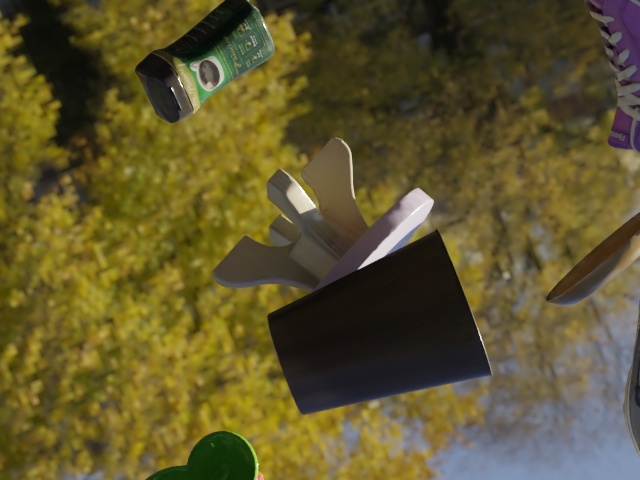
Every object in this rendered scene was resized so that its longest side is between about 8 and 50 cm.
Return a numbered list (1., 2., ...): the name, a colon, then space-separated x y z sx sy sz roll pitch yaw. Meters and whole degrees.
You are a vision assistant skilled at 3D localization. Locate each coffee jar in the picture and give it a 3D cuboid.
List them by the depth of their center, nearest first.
1. coffee jar: -0.157 -0.241 2.100 0.184 0.096 0.079 -38 -141 -19

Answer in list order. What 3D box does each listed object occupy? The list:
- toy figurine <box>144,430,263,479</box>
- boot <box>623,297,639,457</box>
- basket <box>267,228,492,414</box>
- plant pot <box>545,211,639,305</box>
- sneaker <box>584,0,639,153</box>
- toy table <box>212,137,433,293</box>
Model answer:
1. toy figurine: -0.093 0.269 1.526 0.173 0.130 0.159 -60 158 1
2. boot: 0.282 0.121 1.256 0.069 0.190 0.086 -4 -155 5
3. basket: 0.064 0.110 1.843 0.226 0.154 0.204 -20 -135 1
4. plant pot: 0.426 0.021 2.272 0.236 0.032 0.236 -42 179 -1
5. sneaker: 0.340 -0.186 1.690 0.161 0.282 0.102 -49 -166 10
6. toy table: 0.000 0.000 2.075 0.274 0.161 0.252 -45 168 -25
